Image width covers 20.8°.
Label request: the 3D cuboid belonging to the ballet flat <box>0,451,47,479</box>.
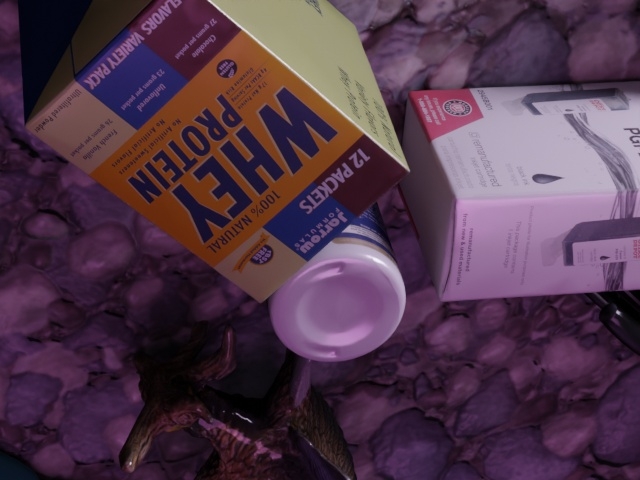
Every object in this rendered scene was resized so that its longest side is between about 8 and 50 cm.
[{"bbox_3d":[-0.230,0.223,1.401,0.203,0.074,0.074,24,116,-27],"label":"ballet flat"}]

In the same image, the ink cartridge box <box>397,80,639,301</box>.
[{"bbox_3d":[0.178,-0.039,1.246,0.217,0.158,0.092,-2,124,-10],"label":"ink cartridge box"}]

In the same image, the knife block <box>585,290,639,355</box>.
[{"bbox_3d":[0.310,0.098,1.410,0.242,0.088,0.276,-3,125,-8],"label":"knife block"}]

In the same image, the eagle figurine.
[{"bbox_3d":[-0.035,0.206,1.346,0.298,0.226,0.225,48,142,-16],"label":"eagle figurine"}]

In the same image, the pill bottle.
[{"bbox_3d":[0.000,0.000,1.230,0.094,0.169,0.094,-5,125,-7],"label":"pill bottle"}]

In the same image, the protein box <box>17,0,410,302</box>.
[{"bbox_3d":[-0.074,-0.108,1.124,0.136,0.200,0.201,-41,122,17],"label":"protein box"}]
